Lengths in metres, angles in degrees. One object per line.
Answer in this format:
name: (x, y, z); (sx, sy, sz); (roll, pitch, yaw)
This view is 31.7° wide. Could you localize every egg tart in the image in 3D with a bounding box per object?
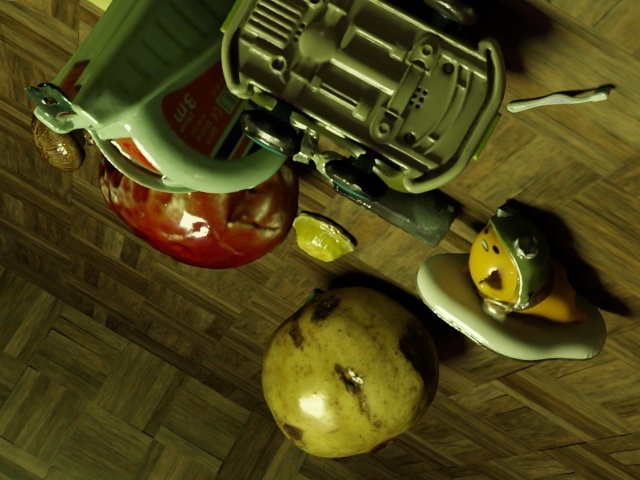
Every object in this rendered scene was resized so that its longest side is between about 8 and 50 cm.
egg tart: (0.000, 0.000, 1.641); (0.105, 0.039, 0.105); (25, 162, 9)

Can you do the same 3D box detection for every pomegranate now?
pomegranate: (0.046, 0.203, 1.748); (0.281, 0.281, 0.281); (26, 161, 10)

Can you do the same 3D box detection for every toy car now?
toy car: (0.045, -0.151, 1.035); (0.247, 0.204, 0.198); (29, -176, 5)

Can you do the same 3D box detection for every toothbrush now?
toothbrush: (0.217, -0.129, 1.043); (0.011, 0.013, 0.131); (50, 155, -22)

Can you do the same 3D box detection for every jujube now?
jujube: (-0.167, -0.076, 1.465); (0.223, 0.223, 0.318); (42, 165, -33)

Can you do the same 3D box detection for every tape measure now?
tape measure: (-0.131, -0.161, 1.109); (0.125, 0.243, 0.246); (6, 150, 50)

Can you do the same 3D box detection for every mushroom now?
mushroom: (-0.405, -0.156, 1.755); (0.109, 0.085, 0.126); (28, 172, -1)

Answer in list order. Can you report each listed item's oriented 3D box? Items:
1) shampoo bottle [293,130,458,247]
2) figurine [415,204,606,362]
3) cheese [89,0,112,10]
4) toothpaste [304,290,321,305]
shampoo bottle: (0.064, -0.067, 1.354); (0.207, 0.063, 0.057); (29, 171, -5)
figurine: (0.253, 0.037, 1.317); (0.250, 0.167, 0.141); (11, 129, -21)
cheese: (-0.262, -0.304, 1.241); (0.255, 0.050, 0.127); (25, 162, 19)
toothpaste: (0.077, 0.162, 1.937); (0.239, 0.039, 0.062); (33, 165, -16)
